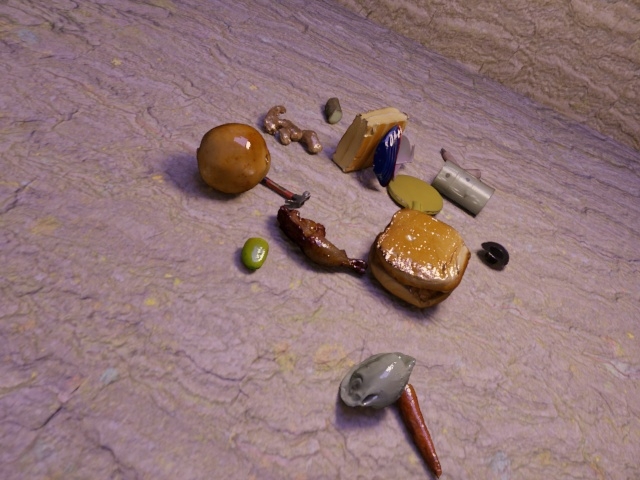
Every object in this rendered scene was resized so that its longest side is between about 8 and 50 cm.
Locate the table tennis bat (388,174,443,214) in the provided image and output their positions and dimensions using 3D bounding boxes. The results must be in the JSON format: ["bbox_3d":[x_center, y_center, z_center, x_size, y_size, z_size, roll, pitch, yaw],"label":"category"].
[{"bbox_3d":[0.352,-0.137,2.006,0.224,0.054,0.368,20,36,-4],"label":"table tennis bat"}]

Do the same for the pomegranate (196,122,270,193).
[{"bbox_3d":[-0.262,-0.253,1.655,0.233,0.233,0.233,16,41,-14],"label":"pomegranate"}]

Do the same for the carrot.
[{"bbox_3d":[0.240,0.456,1.293,0.057,0.057,0.224,0,50,-29],"label":"carrot"}]

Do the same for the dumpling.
[{"bbox_3d":[0.142,0.345,1.317,0.219,0.153,0.107,-23,84,-29],"label":"dumpling"}]

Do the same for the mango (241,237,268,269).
[{"bbox_3d":[-0.182,0.037,1.509,0.074,0.056,0.108,10,45,-12],"label":"mango"}]

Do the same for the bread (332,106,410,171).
[{"bbox_3d":[0.187,-0.381,2.025,0.239,0.246,0.111,-22,64,-43],"label":"bread"}]

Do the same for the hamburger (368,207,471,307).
[{"bbox_3d":[0.303,0.049,1.672,0.284,0.174,0.304,32,40,10],"label":"hamburger"}]

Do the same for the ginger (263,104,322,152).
[{"bbox_3d":[-0.110,-0.403,2.034,0.259,0.065,0.149,45,55,12],"label":"ginger"}]

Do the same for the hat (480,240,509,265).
[{"bbox_3d":[0.619,0.052,1.943,0.121,0.050,0.121,20,39,-17],"label":"hat"}]

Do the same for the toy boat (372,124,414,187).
[{"bbox_3d":[0.293,-0.335,2.016,0.072,0.218,0.318,21,42,30],"label":"toy boat"}]

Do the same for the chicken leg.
[{"bbox_3d":[-0.005,0.003,1.635,0.322,0.082,0.177,43,27,23],"label":"chicken leg"}]

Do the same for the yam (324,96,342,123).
[{"bbox_3d":[0.052,-0.552,2.276,0.070,0.069,0.146,8,44,-21],"label":"yam"}]

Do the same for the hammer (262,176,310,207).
[{"bbox_3d":[-0.175,-0.196,1.788,0.288,0.033,0.111,32,39,7],"label":"hammer"}]

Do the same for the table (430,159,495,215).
[{"bbox_3d":[0.559,-0.209,2.138,0.220,0.126,0.126,35,40,8],"label":"table"}]

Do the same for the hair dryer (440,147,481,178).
[{"bbox_3d":[0.555,-0.335,2.331,0.195,0.053,0.220,-7,49,-34],"label":"hair dryer"}]
